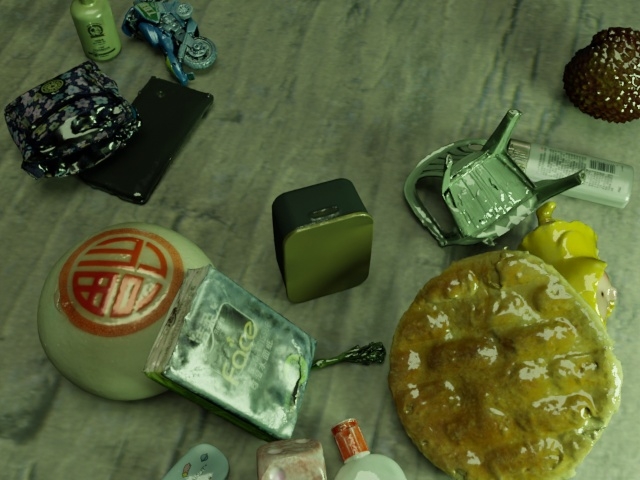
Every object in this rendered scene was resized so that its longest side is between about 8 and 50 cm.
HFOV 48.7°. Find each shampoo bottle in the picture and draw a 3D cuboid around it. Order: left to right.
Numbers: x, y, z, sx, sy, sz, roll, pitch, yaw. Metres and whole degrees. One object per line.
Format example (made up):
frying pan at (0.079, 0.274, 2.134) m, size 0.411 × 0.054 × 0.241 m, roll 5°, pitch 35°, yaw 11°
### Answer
shampoo bottle at (-0.453, -0.442, 1.415) m, size 0.079 × 0.162 × 0.079 m, roll 1°, pitch 58°, yaw -1°
shampoo bottle at (0.073, 0.356, 0.982) m, size 0.108 × 0.051 × 0.220 m, roll -19°, pitch 60°, yaw -10°
shampoo bottle at (0.448, -0.124, 1.292) m, size 0.228 × 0.056 × 0.086 m, roll 14°, pitch 61°, yaw 8°

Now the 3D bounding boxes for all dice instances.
dice at (-0.039, 0.324, 0.959) m, size 0.091 × 0.094 × 0.093 m, roll -5°, pitch 89°, yaw -6°

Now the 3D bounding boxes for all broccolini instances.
broccolini at (0.036, 0.189, 1.108) m, size 0.140 × 0.030 × 0.035 m, roll -15°, pitch 95°, yaw -5°

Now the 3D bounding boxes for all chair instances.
chair at (0.264, -0.100, 1.176) m, size 0.203 × 0.274 × 0.190 m, roll -35°, pitch 86°, yaw -7°

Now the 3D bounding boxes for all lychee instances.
lychee at (0.560, -0.307, 1.343) m, size 0.188 × 0.188 × 0.188 m, roll 1°, pitch 58°, yaw -1°

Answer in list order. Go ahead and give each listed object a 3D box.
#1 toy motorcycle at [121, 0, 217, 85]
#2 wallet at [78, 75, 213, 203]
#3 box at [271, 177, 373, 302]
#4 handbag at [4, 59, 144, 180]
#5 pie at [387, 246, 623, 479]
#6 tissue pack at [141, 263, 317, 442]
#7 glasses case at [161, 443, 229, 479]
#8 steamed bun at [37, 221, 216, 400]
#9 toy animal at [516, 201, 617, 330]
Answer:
toy motorcycle at (-0.320, -0.428, 1.455) m, size 0.136 × 0.092 × 0.254 m, roll -36°, pitch 74°, yaw -11°
wallet at (-0.327, -0.199, 1.342) m, size 0.146 × 0.030 × 0.285 m, roll 21°, pitch 60°, yaw 11°
box at (0.000, 0.000, 1.123) m, size 0.145 × 0.201 × 0.090 m, roll -16°, pitch 55°, yaw -10°
handbag at (-0.453, -0.216, 1.279) m, size 0.229 × 0.126 × 0.208 m, roll -31°, pitch 48°, yaw -16°
pie at (0.251, 0.184, 1.004) m, size 0.340 × 0.083 × 0.339 m, roll -4°, pitch 80°, yaw 22°
tissue pack at (-0.118, 0.165, 1.011) m, size 0.073 × 0.235 × 0.173 m, roll -15°, pitch 45°, yaw 44°
glasses case at (-0.200, 0.361, 0.976) m, size 0.067 × 0.045 × 0.178 m, roll 33°, pitch 63°, yaw 19°
steamed bun at (-0.288, 0.092, 1.069) m, size 0.283 × 0.177 × 0.282 m, roll 1°, pitch 58°, yaw -1°
toy animal at (0.386, 0.050, 1.127) m, size 0.156 × 0.156 × 0.229 m, roll 1°, pitch 53°, yaw 0°
